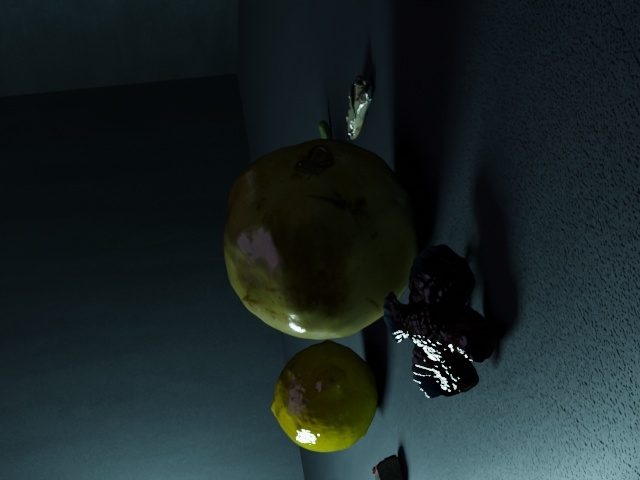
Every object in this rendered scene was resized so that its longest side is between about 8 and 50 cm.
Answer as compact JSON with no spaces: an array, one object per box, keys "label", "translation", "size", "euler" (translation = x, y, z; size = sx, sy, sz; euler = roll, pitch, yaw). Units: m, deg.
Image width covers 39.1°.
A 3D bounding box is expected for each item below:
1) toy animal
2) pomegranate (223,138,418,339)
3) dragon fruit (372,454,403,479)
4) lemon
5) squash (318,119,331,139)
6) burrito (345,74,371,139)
[{"label":"toy animal","translation":[0.158,0.120,1.198],"size":[0.179,0.116,0.219],"euler":[-136,46,-77]},{"label":"pomegranate","translation":[0.000,0.000,1.485],"size":[0.332,0.332,0.333],"euler":[173,90,-81]},{"label":"dragon fruit","translation":[0.136,0.482,1.823],"size":[0.060,0.056,0.083],"euler":[99,159,-59]},{"label":"lemon","translation":[0.012,0.340,1.955],"size":[0.288,0.233,0.234],"euler":[102,159,-60]},{"label":"squash","translation":[0.013,-0.237,2.109],"size":[0.027,0.027,0.089],"euler":[-137,35,-76]},{"label":"burrito","translation":[0.070,-0.251,1.700],"size":[0.171,0.042,0.051],"euler":[97,167,-67]}]
